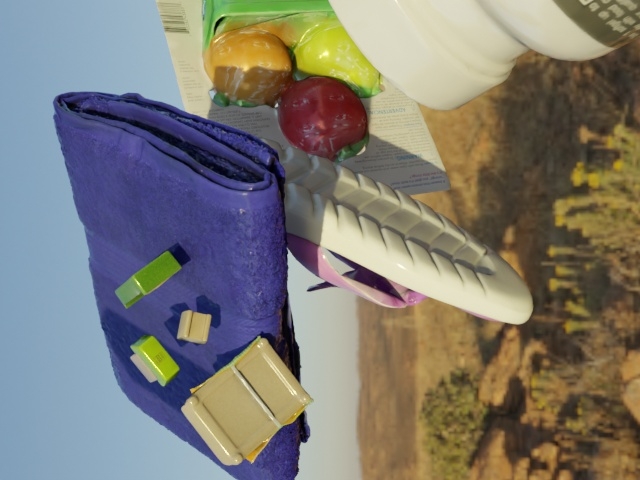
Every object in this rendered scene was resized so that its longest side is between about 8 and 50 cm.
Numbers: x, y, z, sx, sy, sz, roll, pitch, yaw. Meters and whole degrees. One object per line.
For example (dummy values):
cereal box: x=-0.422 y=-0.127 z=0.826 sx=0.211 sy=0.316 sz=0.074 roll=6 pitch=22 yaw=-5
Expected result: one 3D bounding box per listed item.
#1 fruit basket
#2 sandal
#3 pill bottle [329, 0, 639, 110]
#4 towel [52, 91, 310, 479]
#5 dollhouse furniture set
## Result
fruit basket: x=-0.029 y=-0.193 z=1.210 sx=0.165 sy=0.327 sz=0.353 roll=128 pitch=129 yaw=-61
sandal: x=0.003 y=-0.006 z=0.880 sx=0.169 sy=0.416 sz=0.102 roll=-70 pitch=4 yaw=-65
pill bottle: x=0.179 y=-0.234 z=0.523 sx=0.210 sy=0.363 sz=0.210 roll=32 pitch=-137 yaw=-36
towel: x=-0.102 y=0.039 z=0.735 sx=0.076 sy=0.227 sz=0.308 roll=-33 pitch=-45 yaw=-37
dollhouse furniture set: x=-0.084 y=0.083 z=0.644 sx=0.152 sy=0.076 sz=0.058 roll=52 pitch=155 yaw=-3
